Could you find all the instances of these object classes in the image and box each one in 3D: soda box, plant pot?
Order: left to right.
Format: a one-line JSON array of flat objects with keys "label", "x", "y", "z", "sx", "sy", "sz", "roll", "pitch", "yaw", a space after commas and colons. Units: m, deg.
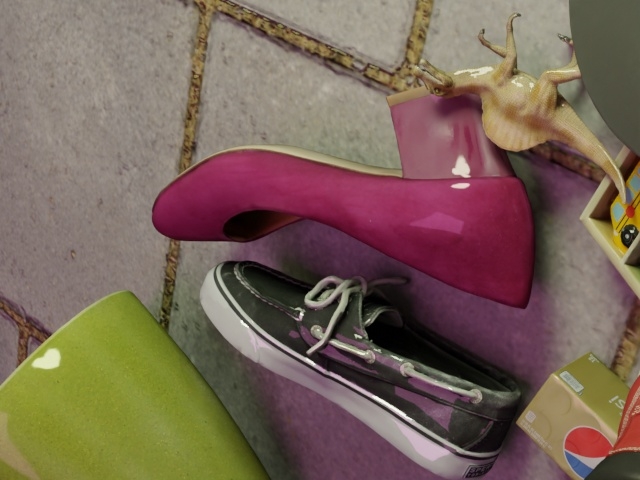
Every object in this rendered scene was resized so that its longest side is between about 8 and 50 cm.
[{"label": "plant pot", "x": -0.175, "y": 0.248, "z": 1.168, "sx": 0.293, "sy": 0.275, "sz": 0.275, "roll": 41, "pitch": 129, "yaw": 7}, {"label": "soda box", "x": 0.237, "y": 0.171, "z": 0.866, "sx": 0.181, "sy": 0.058, "sz": 0.061, "roll": 46, "pitch": 130, "yaw": 24}]

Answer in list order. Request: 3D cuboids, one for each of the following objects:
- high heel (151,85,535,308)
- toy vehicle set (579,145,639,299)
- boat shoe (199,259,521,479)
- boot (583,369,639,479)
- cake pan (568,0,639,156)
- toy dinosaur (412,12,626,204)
[{"label": "high heel", "x": 0.000, "y": 0.000, "z": 0.979, "sx": 0.377, "sy": 0.127, "sz": 0.181, "roll": -17, "pitch": 81, "yaw": 42}, {"label": "toy vehicle set", "x": 0.276, "y": -0.057, "z": 0.727, "sx": 0.166, "sy": 0.035, "sz": 0.267, "roll": 61, "pitch": 139, "yaw": 40}, {"label": "boat shoe", "x": 0.030, "y": 0.081, "z": 0.998, "sx": 0.306, "sy": 0.113, "sz": 0.105, "roll": 34, "pitch": 118, "yaw": 28}, {"label": "boot", "x": 0.274, "y": 0.138, "z": 0.635, "sx": 0.244, "sy": 0.176, "sz": 0.088, "roll": 6, "pitch": 117, "yaw": 29}, {"label": "cake pan", "x": 0.250, "y": -0.160, "z": 0.681, "sx": 0.293, "sy": 0.054, "sz": 0.293, "roll": 2, "pitch": 92, "yaw": 60}, {"label": "toy dinosaur", "x": 0.160, "y": -0.102, "z": 0.838, "sx": 0.183, "sy": 0.053, "sz": 0.092, "roll": 31, "pitch": 106, "yaw": 20}]
